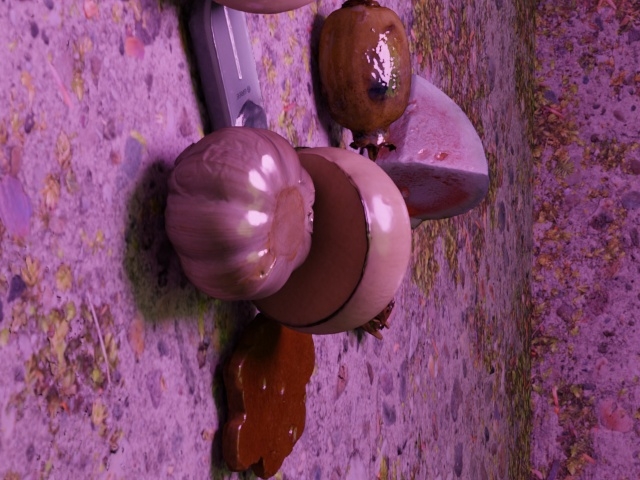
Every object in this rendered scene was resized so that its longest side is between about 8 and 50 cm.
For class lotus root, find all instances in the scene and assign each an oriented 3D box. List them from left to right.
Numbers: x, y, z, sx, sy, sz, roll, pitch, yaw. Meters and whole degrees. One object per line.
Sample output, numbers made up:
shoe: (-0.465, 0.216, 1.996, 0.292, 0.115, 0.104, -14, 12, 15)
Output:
lotus root: (0.074, -0.254, 1.742, 0.154, 0.154, 0.278, -27, 116, -66)

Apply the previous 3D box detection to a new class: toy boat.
toy boat: (0.091, 0.102, 1.795, 0.064, 0.072, 0.206, -59, 155, -26)

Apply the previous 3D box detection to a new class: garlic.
garlic: (-0.103, -0.033, 1.283, 0.228, 0.152, 0.228, 5, 85, -63)

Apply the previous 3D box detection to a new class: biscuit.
biscuit: (-0.075, 0.209, 1.471, 0.290, 0.041, 0.209, -57, 138, -53)

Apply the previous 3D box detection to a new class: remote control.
remote control: (-0.118, -0.211, 1.394, 0.104, 0.052, 0.247, -47, 131, -58)

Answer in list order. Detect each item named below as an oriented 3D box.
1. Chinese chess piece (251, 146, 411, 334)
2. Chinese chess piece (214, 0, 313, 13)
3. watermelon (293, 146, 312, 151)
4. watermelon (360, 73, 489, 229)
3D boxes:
Chinese chess piece: (0.000, 0.000, 1.404, 0.103, 0.249, 0.250, 3, 85, -52)
Chinese chess piece: (-0.070, -0.411, 1.284, 0.102, 0.273, 0.273, -173, -98, -68)
watermelon: (-0.028, -0.084, 1.547, 0.109, 0.109, 0.109, -2, 90, -67)
watermelon: (0.181, -0.131, 1.940, 0.213, 0.289, 0.320, -14, 117, -37)
